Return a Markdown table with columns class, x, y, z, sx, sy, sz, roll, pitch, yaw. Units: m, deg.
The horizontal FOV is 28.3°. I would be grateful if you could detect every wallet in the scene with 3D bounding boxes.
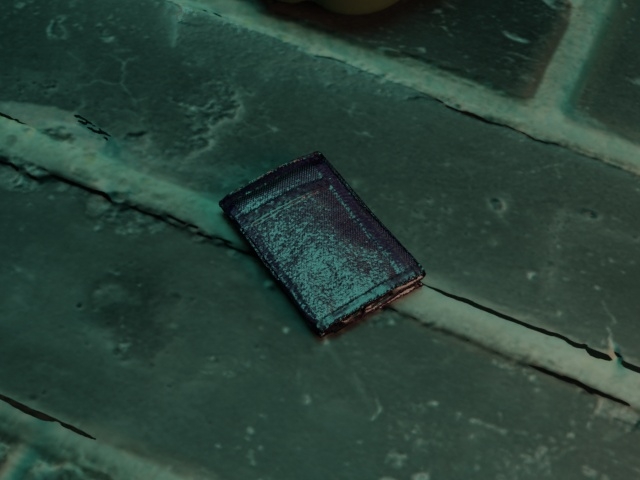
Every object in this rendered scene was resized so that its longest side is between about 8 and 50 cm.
| class | x | y | z | sx | sy | sz | roll | pitch | yaw |
| --- | --- | --- | --- | --- | --- | --- | --- | --- | --- |
| wallet | 0.000 | -0.001 | 1.088 | 0.111 | 0.030 | 0.166 | -26 | 58 | -24 |

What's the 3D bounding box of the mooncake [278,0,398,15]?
| class | x | y | z | sx | sy | sz | roll | pitch | yaw |
| --- | --- | --- | --- | --- | --- | --- | --- | --- | --- |
| mooncake | 0.028 | -0.346 | 1.304 | 0.274 | 0.135 | 0.275 | 0 | 52 | 0 |
